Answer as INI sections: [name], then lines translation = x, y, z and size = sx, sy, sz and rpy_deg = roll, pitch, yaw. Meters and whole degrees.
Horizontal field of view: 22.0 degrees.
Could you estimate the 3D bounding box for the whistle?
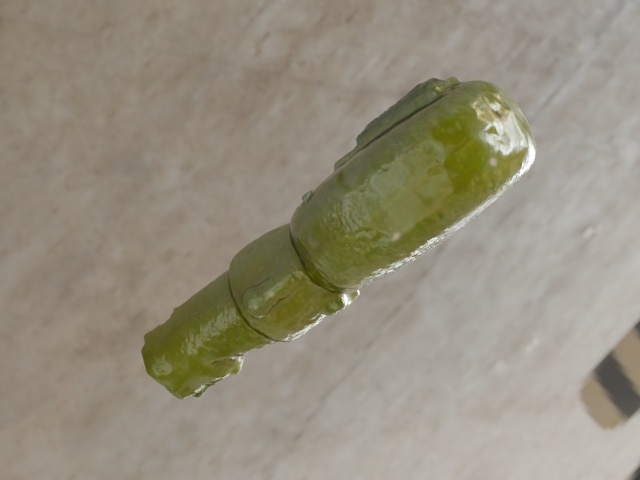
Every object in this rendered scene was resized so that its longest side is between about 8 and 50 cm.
[whistle]
translation = 0.000, 0.000, 0.666
size = 0.198, 0.057, 0.104
rpy_deg = -34, 180, 29
